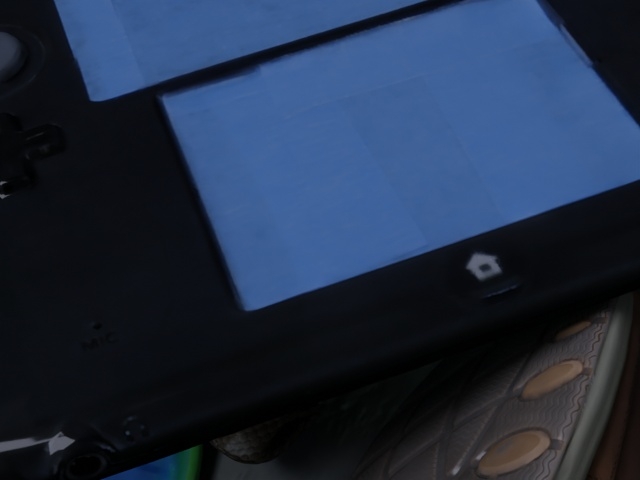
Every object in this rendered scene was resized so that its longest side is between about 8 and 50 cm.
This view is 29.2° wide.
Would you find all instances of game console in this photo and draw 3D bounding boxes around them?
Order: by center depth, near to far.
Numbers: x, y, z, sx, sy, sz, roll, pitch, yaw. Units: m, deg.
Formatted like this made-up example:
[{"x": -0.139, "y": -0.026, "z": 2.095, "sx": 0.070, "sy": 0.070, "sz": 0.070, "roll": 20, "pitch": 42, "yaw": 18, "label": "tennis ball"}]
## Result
[{"x": 0.010, "y": -0.084, "z": 0.545, "sx": 0.386, "sy": 0.060, "sz": 0.342, "roll": -19, "pitch": 43, "yaw": -8, "label": "game console"}]

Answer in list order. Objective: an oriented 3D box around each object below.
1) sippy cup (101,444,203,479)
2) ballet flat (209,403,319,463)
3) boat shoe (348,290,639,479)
[{"x": -0.218, "y": 0.101, "z": 0.644, "sx": 0.224, "sy": 0.305, "sz": 0.240, "roll": -15, "pitch": 82, "yaw": 47, "label": "sippy cup"}, {"x": 0.000, "y": 0.000, "z": 0.637, "sx": 0.084, "sy": 0.058, "sz": 0.250, "roll": -29, "pitch": 37, "yaw": 54, "label": "ballet flat"}, {"x": 0.066, "y": 0.148, "z": 0.431, "sx": 0.123, "sy": 0.116, "sz": 0.324, "roll": -26, "pitch": 27, "yaw": 48, "label": "boat shoe"}]
